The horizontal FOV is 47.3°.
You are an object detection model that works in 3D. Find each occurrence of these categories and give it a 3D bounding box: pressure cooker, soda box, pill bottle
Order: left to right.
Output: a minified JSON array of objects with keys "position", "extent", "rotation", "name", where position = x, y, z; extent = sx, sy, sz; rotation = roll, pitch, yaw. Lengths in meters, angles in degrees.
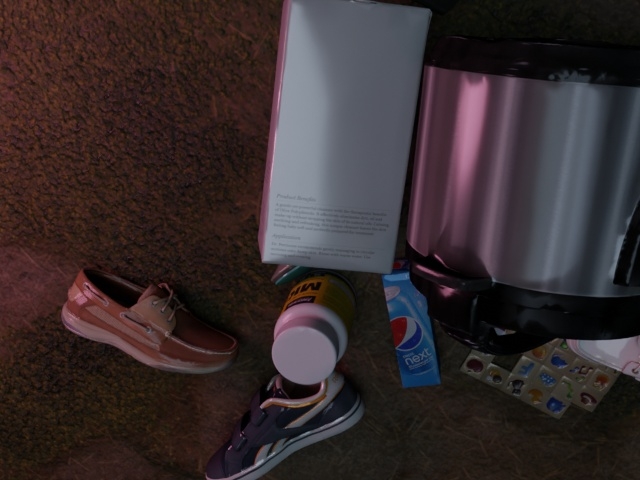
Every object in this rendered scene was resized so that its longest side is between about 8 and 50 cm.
[{"position":[-0.009,0.137,1.180],"extent":[0.119,0.208,0.119],"rotation":[3,110,8],"name":"pill bottle"},{"position":[0.154,0.136,1.227],"extent":[0.067,0.071,0.210],"rotation":[-9,108,12],"name":"soda box"},{"position":[0.302,-0.053,0.974],"extent":[0.369,0.375,0.421],"rotation":[5,106,0],"name":"pressure cooker"}]

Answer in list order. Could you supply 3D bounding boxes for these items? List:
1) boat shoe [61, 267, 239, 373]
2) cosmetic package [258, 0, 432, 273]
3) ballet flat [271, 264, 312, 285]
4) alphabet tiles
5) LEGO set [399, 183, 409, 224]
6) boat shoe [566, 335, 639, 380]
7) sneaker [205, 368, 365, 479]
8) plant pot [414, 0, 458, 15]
[{"position":[-0.294,0.137,1.277],"extent":[0.324,0.123,0.117],"rotation":[18,109,1],"name":"boat shoe"},{"position":[0.024,-0.150,1.043],"extent":[0.196,0.155,0.366],"rotation":[7,101,-8],"name":"cosmetic package"},{"position":[0.000,0.000,1.215],"extent":[0.213,0.072,0.068],"rotation":[-30,75,17],"name":"ballet flat"},{"position":[0.389,0.196,1.244],"extent":[0.237,0.009,0.198],"rotation":[26,111,-1],"name":"alphabet tiles"},{"position":[0.122,-0.057,1.193],"extent":[0.054,0.023,0.083],"rotation":[27,98,-3],"name":"LEGO set"},{"position":[0.537,0.183,1.163],"extent":[0.276,0.096,0.098],"rotation":[12,107,3],"name":"boat shoe"},{"position":[-0.087,0.321,1.307],"extent":[0.321,0.126,0.128],"rotation":[-31,107,7],"name":"sneaker"},{"position":[0.148,-0.416,0.980],"extent":[0.167,0.187,0.188],"rotation":[38,111,-18],"name":"plant pot"}]
